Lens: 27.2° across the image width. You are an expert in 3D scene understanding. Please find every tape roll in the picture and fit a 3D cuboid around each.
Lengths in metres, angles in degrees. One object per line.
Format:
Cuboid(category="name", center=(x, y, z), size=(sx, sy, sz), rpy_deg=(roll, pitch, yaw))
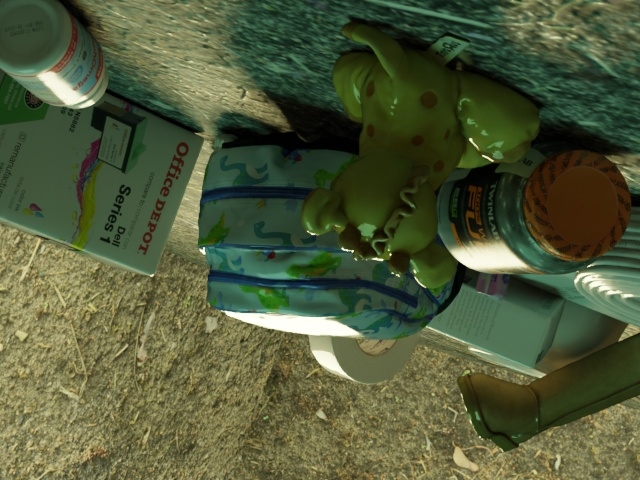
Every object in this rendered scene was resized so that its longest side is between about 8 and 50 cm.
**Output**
Cuboid(category="tape roll", center=(0.082, 0.146, 2.391), size=(0.219, 0.219, 0.072), rpy_deg=(25, 171, -39))

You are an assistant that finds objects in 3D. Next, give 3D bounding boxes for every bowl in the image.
Cuboid(category="bowl", center=(0.304, 0.122, 1.940), size=(0.298, 0.134, 0.298), rpy_deg=(19, 174, 2))

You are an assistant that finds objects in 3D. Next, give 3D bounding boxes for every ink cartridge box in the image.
Cuboid(category="ink cartridge box", center=(-0.316, -0.094, 1.706), size=(0.278, 0.201, 0.117), rpy_deg=(23, 173, -28))

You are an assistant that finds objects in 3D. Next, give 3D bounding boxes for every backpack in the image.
Cuboid(category="backpack", center=(0.000, 0.000, 1.480), size=(0.290, 0.273, 0.355), rpy_deg=(9, 157, 14))

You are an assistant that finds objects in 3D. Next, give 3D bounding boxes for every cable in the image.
Cuboid(category="cable", center=(0.374, 0.042, 1.293), size=(0.257, 0.089, 0.257), rpy_deg=(17, 173, 23))

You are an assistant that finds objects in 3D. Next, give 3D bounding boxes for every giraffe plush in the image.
Cuboid(category="giraffe plush", center=(0.066, -0.057, 1.052), size=(0.181, 0.170, 0.210), rpy_deg=(19, 173, 8))

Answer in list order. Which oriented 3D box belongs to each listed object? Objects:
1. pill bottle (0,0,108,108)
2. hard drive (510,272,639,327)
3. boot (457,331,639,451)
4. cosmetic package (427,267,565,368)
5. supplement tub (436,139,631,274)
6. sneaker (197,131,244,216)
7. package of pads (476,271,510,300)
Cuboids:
Cuboid(category="pill bottle", center=(-0.270, -0.187, 1.339), size=(0.087, 0.087, 0.160), rpy_deg=(18, 173, 12))
Cuboid(category="hard drive", center=(0.402, 0.076, 1.689), size=(0.308, 0.040, 0.203), rpy_deg=(21, 173, -8))
Cuboid(category="boot", center=(0.339, 0.190, 1.815), size=(0.270, 0.089, 0.236), rpy_deg=(-25, 155, 14))
Cuboid(category="cosmetic package", center=(0.203, 0.082, 1.782), size=(0.231, 0.085, 0.117), rpy_deg=(20, -162, 16))
Cuboid(category="supplement tub", center=(0.187, -0.028, 1.171), size=(0.117, 0.117, 0.190), rpy_deg=(22, 172, -15))
Cuboid(category="sneaker", center=(-0.107, -0.064, 1.725), size=(0.110, 0.118, 0.292), rpy_deg=(22, 172, -4))
Cuboid(category="package of pads", center=(0.223, 0.032, 1.672), size=(0.032, 0.083, 0.050), rpy_deg=(12, 174, 21))
